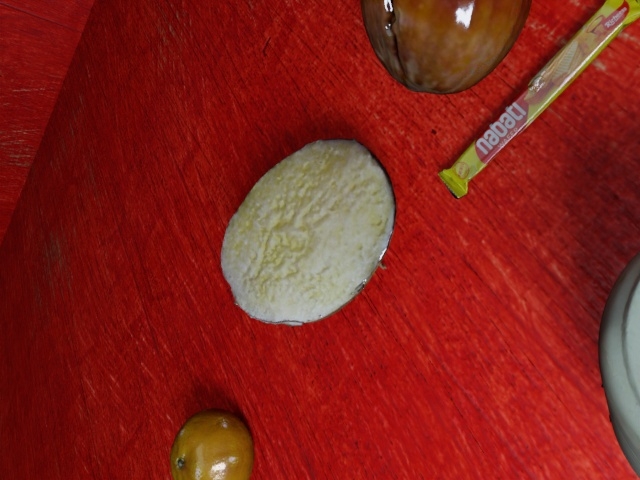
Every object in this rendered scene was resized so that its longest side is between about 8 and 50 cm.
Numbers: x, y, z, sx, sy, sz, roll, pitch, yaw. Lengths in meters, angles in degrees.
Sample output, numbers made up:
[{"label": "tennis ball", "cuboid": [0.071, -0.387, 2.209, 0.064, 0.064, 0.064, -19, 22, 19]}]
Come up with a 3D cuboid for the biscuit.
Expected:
[{"label": "biscuit", "cuboid": [0.246, -0.162, 0.634, 0.048, 0.026, 0.292, 51, 122, 18]}]

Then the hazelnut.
[{"label": "hazelnut", "cuboid": [0.139, -0.284, 0.662, 0.181, 0.181, 0.212, -49, 58, 5]}]

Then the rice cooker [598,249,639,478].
[{"label": "rice cooker", "cuboid": [0.308, 0.099, 0.361, 0.226, 0.244, 0.226, -14, 55, 21]}]

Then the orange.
[{"label": "orange", "cuboid": [-0.185, 0.366, 0.939, 0.156, 0.124, 0.156, -15, 71, 49]}]

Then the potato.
[{"label": "potato", "cuboid": [0.000, 0.000, 0.812, 0.299, 0.116, 0.239, -44, 59, 20]}]
